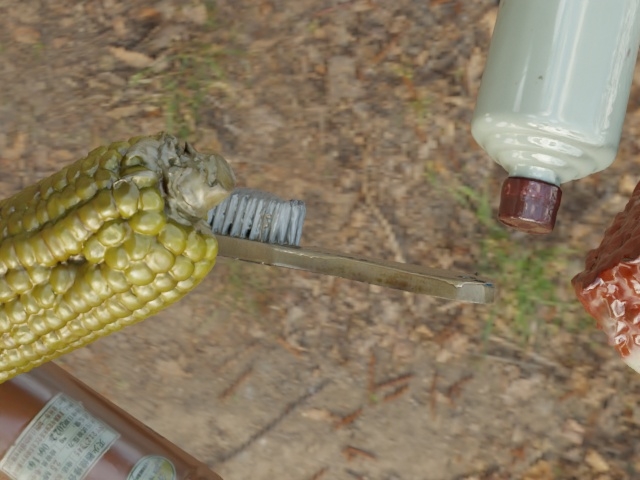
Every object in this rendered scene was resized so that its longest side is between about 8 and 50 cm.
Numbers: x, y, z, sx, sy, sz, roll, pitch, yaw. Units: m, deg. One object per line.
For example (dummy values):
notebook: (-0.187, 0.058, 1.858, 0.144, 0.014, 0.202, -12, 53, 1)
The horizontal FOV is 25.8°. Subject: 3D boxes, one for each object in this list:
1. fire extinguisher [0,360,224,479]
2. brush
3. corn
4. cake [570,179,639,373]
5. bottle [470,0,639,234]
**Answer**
fire extinguisher: (-0.195, 0.198, 1.060, 0.376, 0.113, 0.200, 32, 108, 5)
brush: (0.000, 0.000, 1.171, 0.070, 0.327, 0.065, 10, 92, -57)
corn: (-0.198, 0.027, 0.933, 0.321, 0.119, 0.119, -24, 109, 15)
cake: (0.433, 0.036, 1.184, 0.319, 0.269, 0.270, 47, 48, -6)
bottle: (0.167, -0.125, 0.966, 0.104, 0.104, 0.245, 21, 77, -30)
